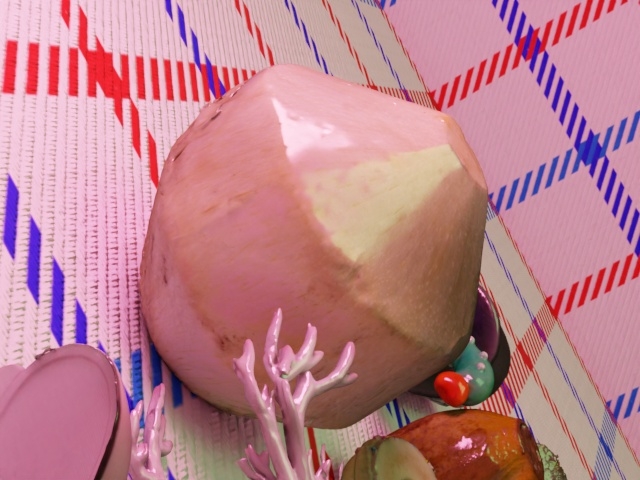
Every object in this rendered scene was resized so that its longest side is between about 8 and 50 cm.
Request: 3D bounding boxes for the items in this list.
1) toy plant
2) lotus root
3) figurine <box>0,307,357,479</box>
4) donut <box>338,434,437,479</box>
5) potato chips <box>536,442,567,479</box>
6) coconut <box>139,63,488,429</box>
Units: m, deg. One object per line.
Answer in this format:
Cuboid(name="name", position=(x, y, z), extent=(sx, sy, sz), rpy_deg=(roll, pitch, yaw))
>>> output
Cuboid(name="toy plant", position=(0.155, 0.130, 1.569), extent=(0.279, 0.185, 0.400), rpy_deg=(64, 12, 27))
Cuboid(name="lotus root", position=(0.193, 0.308, 1.420), extent=(0.188, 0.180, 0.199), rpy_deg=(43, 25, -52))
Cuboid(name="figurine", position=(-0.102, 0.168, 0.796), extent=(0.315, 0.207, 0.284), rpy_deg=(47, 32, -50))
Cuboid(name="donut", position=(0.082, 0.304, 1.275), extent=(0.174, 0.068, 0.174), rpy_deg=(44, 29, -33))
Cuboid(name="potato chips", position=(0.407, 0.461, 1.973), extent=(0.228, 0.059, 0.167), rpy_deg=(54, 28, -18))
Cuboid(name="coconut", position=(0.000, 0.000, 1.102), extent=(0.352, 0.353, 0.352), rpy_deg=(52, 19, -26))
